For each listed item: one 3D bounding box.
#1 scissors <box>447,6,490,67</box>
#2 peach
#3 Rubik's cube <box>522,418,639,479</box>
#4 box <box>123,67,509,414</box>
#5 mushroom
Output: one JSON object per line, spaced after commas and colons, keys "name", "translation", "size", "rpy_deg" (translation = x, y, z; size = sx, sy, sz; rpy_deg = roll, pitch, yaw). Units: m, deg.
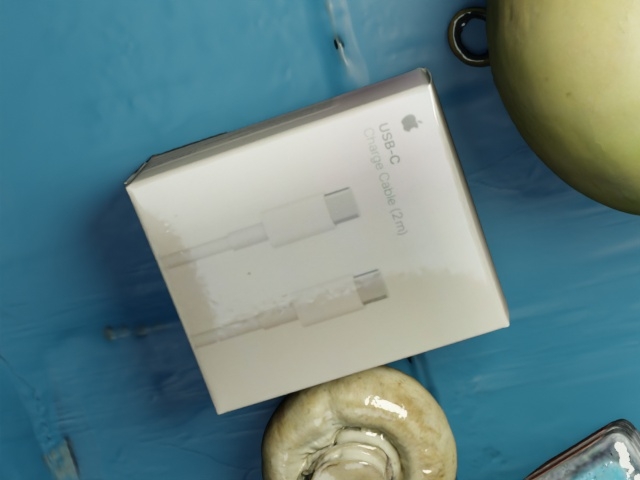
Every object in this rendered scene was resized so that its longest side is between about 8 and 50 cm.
{"name": "scissors", "translation": [0.194, -0.110, 0.933], "size": [0.088, 0.017, 0.220], "rpy_deg": [-39, 102, 10]}
{"name": "peach", "translation": [0.255, -0.163, 0.791], "size": [0.292, 0.247, 0.292], "rpy_deg": [0, 103, 0]}
{"name": "Rubik's cube", "translation": [0.185, 0.336, 0.872], "size": [0.305, 0.304, 0.301], "rpy_deg": [-36, 74, 11]}
{"name": "box", "translation": [0.000, 0.000, 0.935], "size": [0.251, 0.106, 0.203], "rpy_deg": [-18, 104, 7]}
{"name": "mushroom", "translation": [0.033, 0.185, 0.976], "size": [0.166, 0.127, 0.166], "rpy_deg": [1, 111, 4]}
